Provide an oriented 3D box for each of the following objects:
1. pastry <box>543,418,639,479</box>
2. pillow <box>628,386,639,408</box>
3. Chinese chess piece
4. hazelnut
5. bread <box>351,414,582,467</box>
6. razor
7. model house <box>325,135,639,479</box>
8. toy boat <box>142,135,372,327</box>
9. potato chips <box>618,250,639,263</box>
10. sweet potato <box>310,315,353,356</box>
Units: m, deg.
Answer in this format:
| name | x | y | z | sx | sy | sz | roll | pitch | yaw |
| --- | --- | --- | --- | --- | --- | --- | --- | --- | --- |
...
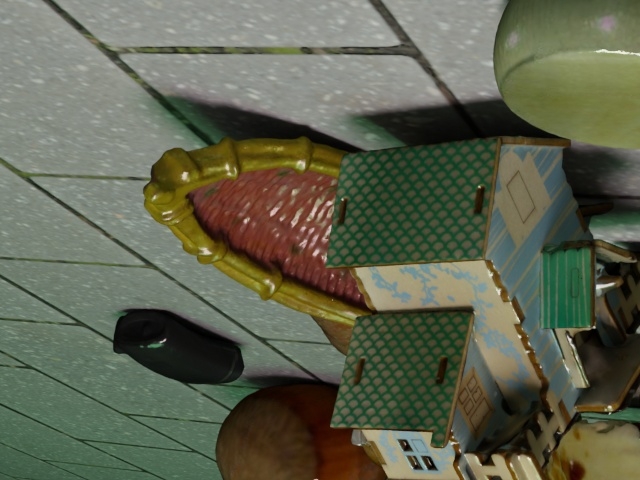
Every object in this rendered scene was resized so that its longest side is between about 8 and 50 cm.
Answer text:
| name | x | y | z | sx | sy | sz | roll | pitch | yaw |
| --- | --- | --- | --- | --- | --- | --- | --- | --- | --- |
| pastry | 0.338 | 0.253 | 1.768 | 0.237 | 0.170 | 0.256 | -8 | 170 | 38 |
| pillow | 0.255 | 0.144 | 1.765 | 0.233 | 0.038 | 0.131 | 5 | 171 | 15 |
| Chinese chess piece | 0.167 | -0.101 | 0.969 | 0.144 | 0.058 | 0.144 | 8 | 162 | 3 |
| hazelnut | -0.012 | 0.253 | 2.088 | 0.214 | 0.176 | 0.214 | 4 | -159 | -2 |
| bread | 0.162 | 0.211 | 1.940 | 0.241 | 0.107 | 0.136 | -3 | 162 | 40 |
| razor | -0.155 | 0.120 | 1.919 | 0.090 | 0.054 | 0.148 | -6 | 158 | 34 |
| model house | 0.115 | 0.017 | 1.191 | 0.178 | 0.271 | 0.206 | -4 | 123 | 44 |
| toy boat | 0.000 | -0.003 | 1.296 | 0.318 | 0.141 | 0.099 | 26 | -157 | -31 |
| potato chips | 0.308 | 0.042 | 1.423 | 0.142 | 0.026 | 0.209 | 0 | 161 | 39 |
| sweet potato | 0.041 | 0.051 | 1.486 | 0.109 | 0.109 | 0.385 | -4 | 157 | 41 |
